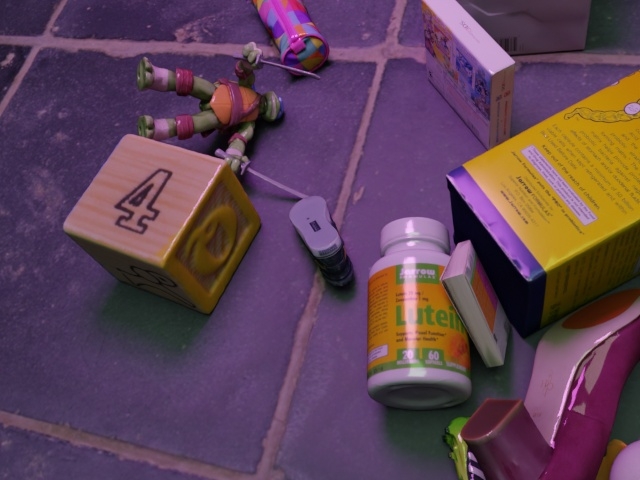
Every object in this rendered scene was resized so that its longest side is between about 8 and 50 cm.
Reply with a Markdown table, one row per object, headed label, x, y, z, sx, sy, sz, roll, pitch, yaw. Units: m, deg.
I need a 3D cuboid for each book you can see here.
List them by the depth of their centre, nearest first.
| label | x | y | z | sx | sy | sz | roll | pitch | yaw |
| --- | --- | --- | --- | --- | --- | --- | --- | --- | --- |
| book | 0.214 | 0.083 | 0.914 | 0.035 | 0.144 | 0.096 | -19 | 19 | 30 |

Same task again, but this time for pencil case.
| label | x | y | z | sx | sy | sz | roll | pitch | yaw |
| --- | --- | --- | --- | --- | --- | --- | --- | --- | --- |
| pencil case | -0.066 | -0.425 | 1.320 | 0.105 | 0.104 | 0.236 | -26 | 59 | -1 |

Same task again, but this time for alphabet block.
| label | x | y | z | sx | sy | sz | roll | pitch | yaw |
| --- | --- | --- | --- | --- | --- | --- | --- | --- | --- |
| alphabet block | -0.241 | -0.025 | 1.084 | 0.197 | 0.192 | 0.193 | 18 | 69 | 22 |

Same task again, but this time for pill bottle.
| label | x | y | z | sx | sy | sz | roll | pitch | yaw |
| --- | --- | --- | --- | --- | --- | --- | --- | --- | --- |
| pill bottle | 0.133 | 0.097 | 0.945 | 0.137 | 0.136 | 0.245 | -4 | 60 | 12 |

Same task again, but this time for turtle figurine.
| label | x | y | z | sx | sy | sz | roll | pitch | yaw |
| --- | --- | --- | --- | --- | --- | --- | --- | --- | --- |
| turtle figurine | -0.155 | -0.221 | 1.133 | 0.267 | 0.197 | 0.274 | -4 | 44 | -27 |

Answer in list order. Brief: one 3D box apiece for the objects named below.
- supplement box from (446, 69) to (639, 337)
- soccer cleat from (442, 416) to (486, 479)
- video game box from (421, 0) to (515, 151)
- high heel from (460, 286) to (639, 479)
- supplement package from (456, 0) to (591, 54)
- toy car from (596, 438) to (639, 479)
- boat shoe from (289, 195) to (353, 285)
| label | x | y | z | sx | sy | sz | roll | pitch | yaw |
| --- | --- | --- | --- | --- | --- | --- | --- | --- | --- |
| supplement box | 0.378 | -0.059 | 0.937 | 0.357 | 0.194 | 0.195 | -28 | 58 | -3 |
| soccer cleat | 0.207 | 0.306 | 0.856 | 0.073 | 0.060 | 0.178 | -7 | 58 | -4 |
| video game box | 0.235 | -0.273 | 1.101 | 0.048 | 0.187 | 0.205 | -29 | 59 | -2 |
| high heel | 0.339 | 0.211 | 0.864 | 0.377 | 0.127 | 0.181 | -33 | 97 | -22 |
| supplement package | 0.316 | -0.436 | 1.163 | 0.262 | 0.204 | 0.145 | 0 | 62 | 15 |
| toy car | 0.409 | 0.305 | 0.757 | 0.238 | 0.219 | 0.210 | -11 | 78 | 56 |
| boat shoe | 0.000 | 0.000 | 1.084 | 0.065 | 0.083 | 0.183 | -23 | 31 | 0 |
